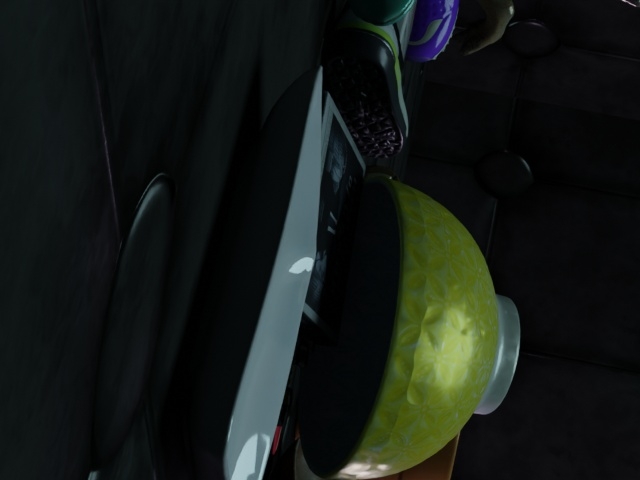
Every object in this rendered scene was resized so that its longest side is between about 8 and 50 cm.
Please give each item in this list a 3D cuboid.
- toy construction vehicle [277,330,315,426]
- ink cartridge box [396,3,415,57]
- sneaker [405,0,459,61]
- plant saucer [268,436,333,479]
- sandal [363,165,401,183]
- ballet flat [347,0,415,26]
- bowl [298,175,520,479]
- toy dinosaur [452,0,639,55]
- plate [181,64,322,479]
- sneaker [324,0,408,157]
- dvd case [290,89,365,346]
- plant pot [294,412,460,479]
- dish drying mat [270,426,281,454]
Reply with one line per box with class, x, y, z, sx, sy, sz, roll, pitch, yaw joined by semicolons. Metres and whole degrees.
toy construction vehicle;-0.034;0.111;1.493;0.098;0.035;0.086;96;16;-45
ink cartridge box;0.062;-0.225;1.655;0.104;0.061;0.181;96;7;-50
sneaker;0.112;-0.355;1.814;0.146;0.102;0.293;22;75;-81
plant saucer;-0.004;0.371;1.761;0.310;0.050;0.311;-15;90;-81
sandal;0.034;0.017;1.783;0.060;0.090;0.219;-112;-153;-67
ballet flat;0.058;-0.305;1.424;0.087;0.083;0.247;58;37;-47
bowl;0.095;0.095;1.507;0.289;0.156;0.289;-167;-90;-75
toy dinosaur;0.100;-0.266;1.129;0.127;0.296;0.200;-30;148;-21
plate;-0.047;0.061;1.095;0.277;0.045;0.278;94;8;-62
sneaker;0.051;-0.162;1.529;0.235;0.084;0.097;91;10;-65
dvd case;-0.001;-0.013;1.397;0.239;0.029;0.179;51;47;-74
plant pot;0.084;0.193;2.054;0.291;0.203;0.291;10;90;-85
dish drying mat;-0.043;0.180;1.670;0.032;0.008;0.083;-62;163;-72
